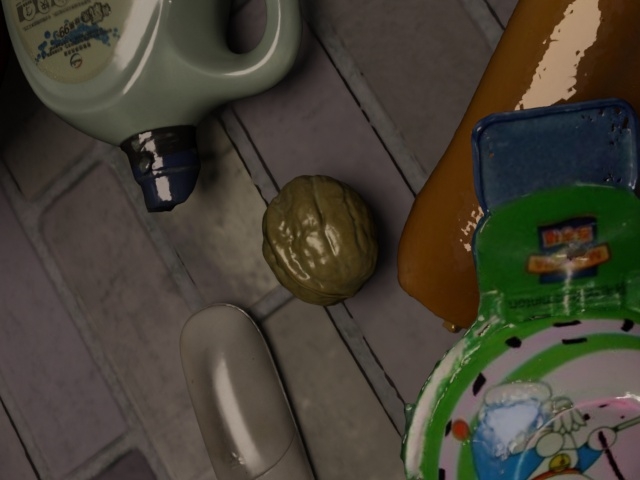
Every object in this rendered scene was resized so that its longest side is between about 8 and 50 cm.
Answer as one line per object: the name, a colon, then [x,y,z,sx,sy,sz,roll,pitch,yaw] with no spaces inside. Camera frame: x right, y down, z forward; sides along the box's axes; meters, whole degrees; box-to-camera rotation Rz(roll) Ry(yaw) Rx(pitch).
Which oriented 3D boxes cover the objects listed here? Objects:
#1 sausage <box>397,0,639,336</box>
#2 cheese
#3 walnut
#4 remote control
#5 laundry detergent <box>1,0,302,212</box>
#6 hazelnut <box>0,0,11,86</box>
sausage: [0.150,-0.091,0.795,0.112,0.112,0.328,32,106,25]
cheese: [0.142,0.079,0.767,0.204,0.083,0.320,-8,109,-5]
walnut: [0.000,0.000,0.895,0.092,0.092,0.092,1,92,29]
remote control: [-0.049,0.155,0.946,0.073,0.044,0.229,-22,80,25]
laundry detergent: [-0.118,-0.163,0.941,0.215,0.105,0.280,-18,81,20]
hazelnut: [-0.409,-0.147,0.975,0.366,0.366,0.365,1,92,29]
